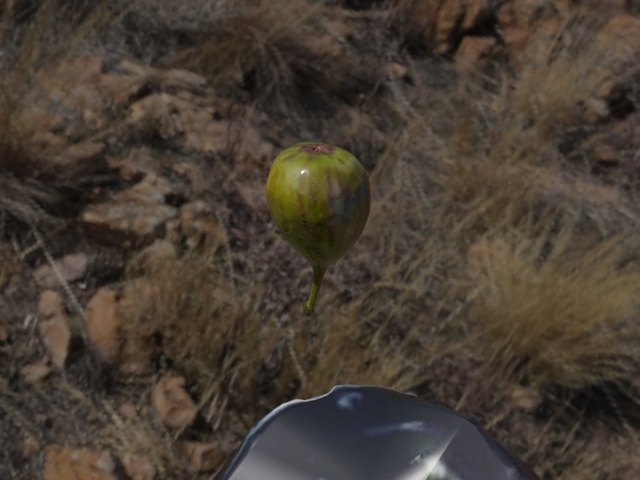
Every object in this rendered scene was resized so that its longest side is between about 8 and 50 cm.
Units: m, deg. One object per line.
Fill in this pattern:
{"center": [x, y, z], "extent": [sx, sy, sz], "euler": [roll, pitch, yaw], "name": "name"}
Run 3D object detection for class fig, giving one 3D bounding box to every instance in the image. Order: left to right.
{"center": [0.009, -0.010, 0.885], "extent": [0.093, 0.166, 0.093], "euler": [-13, 38, 10], "name": "fig"}

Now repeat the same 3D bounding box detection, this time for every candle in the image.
{"center": [0.023, 0.252, 0.649], "extent": [0.221, 0.342, 0.221], "euler": [2, 54, -3], "name": "candle"}
